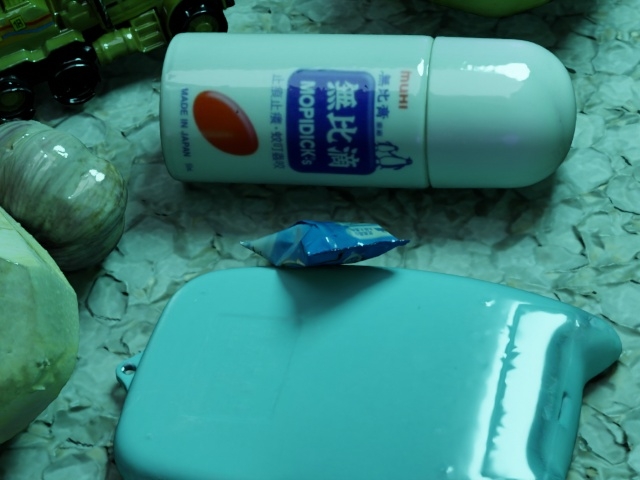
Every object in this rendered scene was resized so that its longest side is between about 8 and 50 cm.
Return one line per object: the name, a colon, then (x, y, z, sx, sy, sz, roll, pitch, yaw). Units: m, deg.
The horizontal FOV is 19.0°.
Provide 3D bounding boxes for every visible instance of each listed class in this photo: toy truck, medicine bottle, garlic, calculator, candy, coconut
toy truck: (-0.214, -0.215, 1.728, 0.257, 0.127, 0.127, -20, 45, -8)
medicine bottle: (0.044, -0.108, 1.606, 0.341, 0.130, 0.130, 2, 48, 8)
garlic: (-0.226, -0.033, 1.564, 0.102, 0.147, 0.159, -51, 30, -17)
calculator: (0.024, 0.118, 1.455, 0.386, 0.054, 0.256, 4, 47, 16)
candy: (-0.001, 0.000, 1.526, 0.088, 0.038, 0.136, -11, 10, -29)
coconut: (-0.300, 0.064, 1.456, 0.237, 0.237, 0.197, 36, 101, 33)

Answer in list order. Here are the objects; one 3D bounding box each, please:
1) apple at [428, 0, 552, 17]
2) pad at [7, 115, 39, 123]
apple: (0.152, -0.331, 1.711, 0.279, 0.279, 0.279, -4, 47, 4)
pad: (-0.323, -0.107, 1.735, 0.116, 0.004, 0.193, -27, 50, -17)
